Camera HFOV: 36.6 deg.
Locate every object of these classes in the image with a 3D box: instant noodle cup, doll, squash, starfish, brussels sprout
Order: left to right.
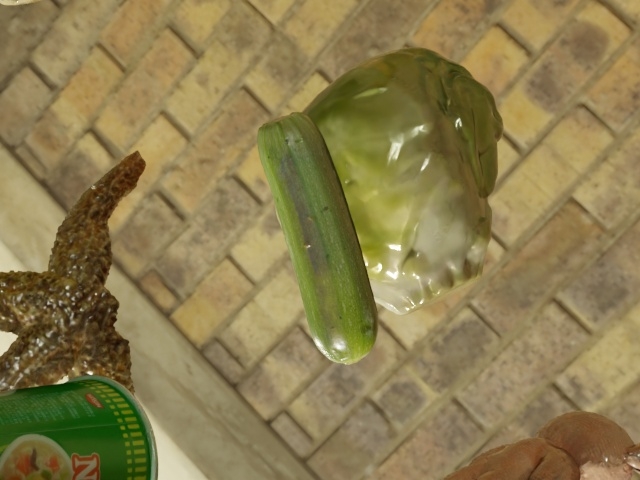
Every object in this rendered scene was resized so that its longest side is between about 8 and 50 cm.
[{"bbox_3d":[-0.317,0.234,0.968,0.207,0.207,0.233,-49,151,18],"label":"instant noodle cup"},{"bbox_3d":[-0.359,0.112,1.236,0.384,0.398,0.132,-14,-176,-20],"label":"starfish"},{"bbox_3d":[0.000,0.000,0.851,0.066,0.228,0.066,-17,-173,2],"label":"squash"},{"bbox_3d":[0.078,-0.067,1.148,0.274,0.316,0.243,-5,171,32],"label":"brussels sprout"},{"bbox_3d":[0.277,0.331,1.255,0.303,0.156,0.201,-18,-176,-21],"label":"doll"}]

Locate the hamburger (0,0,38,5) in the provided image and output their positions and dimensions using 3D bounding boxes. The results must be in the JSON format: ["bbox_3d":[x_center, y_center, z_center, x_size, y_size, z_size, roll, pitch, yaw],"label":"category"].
[{"bbox_3d":[-0.273,-0.485,1.107,0.268,0.287,0.445,94,-2,-85],"label":"hamburger"}]
